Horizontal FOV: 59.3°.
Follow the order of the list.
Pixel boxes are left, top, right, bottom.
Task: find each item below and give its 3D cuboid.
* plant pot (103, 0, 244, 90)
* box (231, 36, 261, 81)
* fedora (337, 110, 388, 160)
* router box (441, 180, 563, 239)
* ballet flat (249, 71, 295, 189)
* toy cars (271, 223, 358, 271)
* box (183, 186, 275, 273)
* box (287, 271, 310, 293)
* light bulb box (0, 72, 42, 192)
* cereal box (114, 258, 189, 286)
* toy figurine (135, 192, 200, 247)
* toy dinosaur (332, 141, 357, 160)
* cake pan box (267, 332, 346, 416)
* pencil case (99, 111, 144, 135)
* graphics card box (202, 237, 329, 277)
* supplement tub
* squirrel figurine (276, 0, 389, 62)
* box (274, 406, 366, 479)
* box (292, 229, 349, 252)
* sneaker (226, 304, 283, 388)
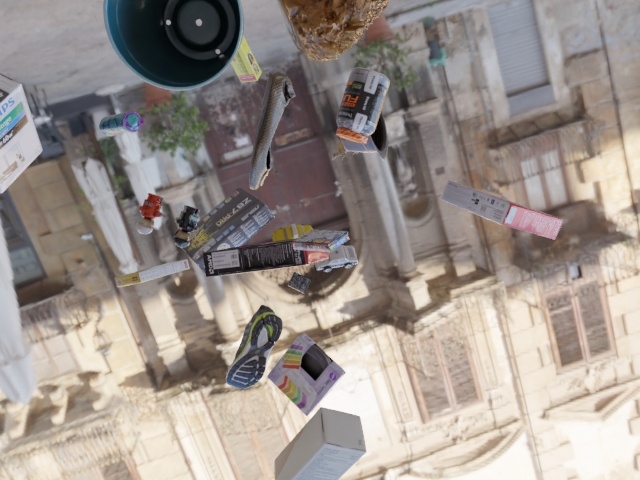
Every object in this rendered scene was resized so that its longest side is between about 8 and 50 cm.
[{"bbox_3d":[-0.287,-0.475,1.212,0.272,0.271,0.255,-16,-161,5],"label":"plant pot"},{"bbox_3d":[-0.324,-0.744,2.246,0.088,0.232,0.058,3,-125,25],"label":"box"},{"bbox_3d":[0.134,-0.379,1.901,0.124,0.243,0.275,-15,-139,23],"label":"fedora"},{"bbox_3d":[0.677,-0.118,2.122,0.301,0.082,0.335,12,-167,-32],"label":"router box"},{"bbox_3d":[-0.098,-0.208,1.114,0.058,0.249,0.084,11,-150,-10],"label":"ballet flat"},{"bbox_3d":[-0.024,0.019,2.427,0.394,0.087,0.176,26,-120,11],"label":"toy cars"},{"bbox_3d":[-0.433,-0.051,2.526,0.395,0.097,0.318,-41,-146,-10],"label":"box"},{"bbox_3d":[-0.093,0.184,2.460,0.067,0.083,0.018,-66,-165,-12],"label":"box"},{"bbox_3d":[-1.132,-0.393,1.778,0.225,0.358,0.361,-63,-178,-30],"label":"light bulb box"},{"bbox_3d":[-0.673,0.131,2.259,0.173,0.047,0.240,-13,-177,39],"label":"cereal box"},{"bbox_3d":[-0.547,-0.071,2.014,0.213,0.148,0.209,18,179,-18],"label":"toy figurine"},{"bbox_3d":[0.129,-0.437,2.636,0.183,0.092,0.053,-48,171,7],"label":"toy dinosaur"},{"bbox_3d":[-0.058,0.553,2.339,0.266,0.246,0.070,-52,167,20],"label":"cake pan box"},{"bbox_3d":[-0.621,-0.362,1.748,0.152,0.064,0.070,3,-173,40],"label":"pencil case"},{"bbox_3d":[-0.183,0.053,1.920,0.371,0.094,0.233,-9,-179,19],"label":"graphics card box"},{"bbox_3d":[0.114,-0.376,1.580,0.117,0.190,0.117,17,-177,-1],"label":"supplement tub"},{"bbox_3d":[0.079,-0.665,1.493,0.371,0.281,0.396,-26,-131,2],"label":"squirrel figurine"},{"bbox_3d":[-0.008,0.639,1.665,0.311,0.148,0.121,-55,-154,31],"label":"box"},{"bbox_3d":[0.000,0.000,1.593,0.137,0.027,0.094,4,-154,41],"label":"box"},{"bbox_3d":[-0.210,0.337,1.779,0.299,0.111,0.121,-60,-160,14],"label":"sneaker"}]
